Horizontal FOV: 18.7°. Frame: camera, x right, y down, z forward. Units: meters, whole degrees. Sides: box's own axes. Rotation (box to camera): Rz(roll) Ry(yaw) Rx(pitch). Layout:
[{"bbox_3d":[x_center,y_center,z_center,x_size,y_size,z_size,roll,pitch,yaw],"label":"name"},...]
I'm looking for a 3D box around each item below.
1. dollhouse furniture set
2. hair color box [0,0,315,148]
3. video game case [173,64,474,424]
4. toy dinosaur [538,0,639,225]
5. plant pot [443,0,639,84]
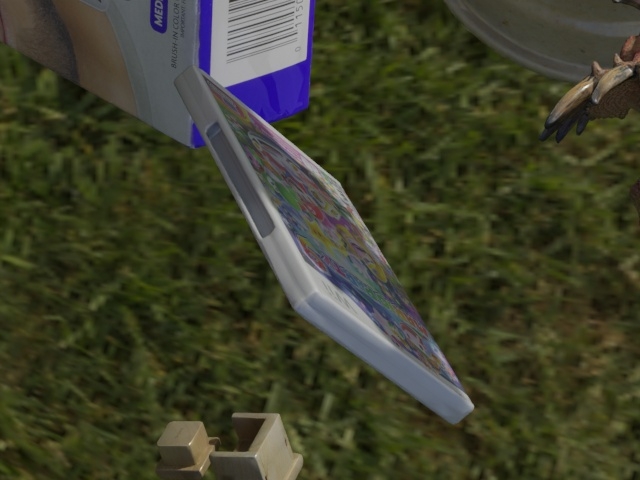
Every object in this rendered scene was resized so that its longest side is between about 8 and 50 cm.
[{"bbox_3d":[-0.118,0.191,1.210,0.161,0.182,0.101,-58,139,-49],"label":"dollhouse furniture set"},{"bbox_3d":[-0.152,-0.211,1.243,0.110,0.339,0.185,-21,128,-38],"label":"hair color box"},{"bbox_3d":[0.000,0.000,0.631,0.011,0.122,0.087,-41,134,12],"label":"video game case"},{"bbox_3d":[0.223,-0.027,1.149,0.127,0.295,0.200,-31,109,8],"label":"toy dinosaur"},{"bbox_3d":[0.218,-0.316,1.359,0.334,0.305,0.333,-2,73,6],"label":"plant pot"}]
